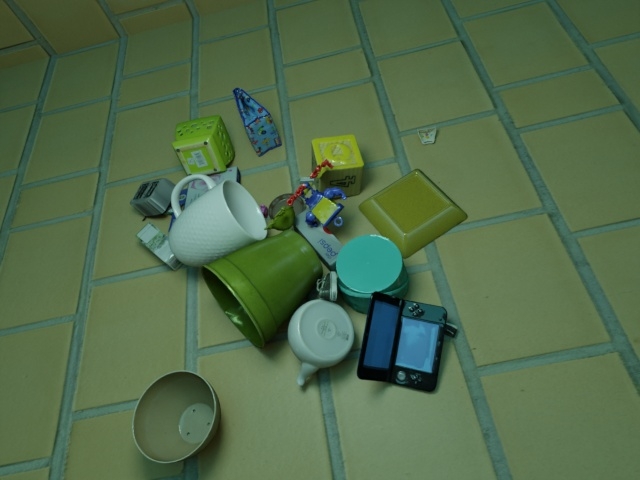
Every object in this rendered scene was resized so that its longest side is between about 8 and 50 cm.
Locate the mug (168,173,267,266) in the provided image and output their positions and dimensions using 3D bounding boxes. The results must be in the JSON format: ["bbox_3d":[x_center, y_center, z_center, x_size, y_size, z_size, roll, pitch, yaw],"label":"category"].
[{"bbox_3d":[-0.449,-0.086,1.777,0.328,0.276,0.373,-30,89,17],"label":"mug"}]

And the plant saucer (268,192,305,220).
[{"bbox_3d":[-0.150,-0.135,1.986,0.169,0.029,0.168,-5,59,8],"label":"plant saucer"}]

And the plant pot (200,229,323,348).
[{"bbox_3d":[-0.190,0.147,1.669,0.353,0.366,0.366,-36,59,-24],"label":"plant pot"}]

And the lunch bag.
[{"bbox_3d":[-0.332,-0.598,2.184,0.138,0.221,0.293,-29,58,-6],"label":"lunch bag"}]

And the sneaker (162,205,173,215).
[{"bbox_3d":[-0.711,-0.154,2.111,0.099,0.038,0.069,2,61,13],"label":"sneaker"}]

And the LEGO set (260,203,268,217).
[{"bbox_3d":[-0.303,-0.070,1.941,0.087,0.093,0.227,5,61,15],"label":"LEGO set"}]

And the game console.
[{"bbox_3d":[0.278,0.339,1.490,0.251,0.173,0.292,9,80,16],"label":"game console"}]

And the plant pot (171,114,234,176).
[{"bbox_3d":[-0.553,-0.429,2.096,0.228,0.228,0.207,-10,39,7],"label":"plant pot"}]

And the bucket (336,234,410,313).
[{"bbox_3d":[0.190,0.125,1.668,0.282,0.183,0.280,-6,59,10],"label":"bucket"}]

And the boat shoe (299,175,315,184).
[{"bbox_3d":[-0.045,-0.279,2.046,0.100,0.035,0.035,2,63,21],"label":"boat shoe"}]

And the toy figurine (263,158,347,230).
[{"bbox_3d":[-0.018,-0.109,1.733,0.217,0.191,0.362,41,105,-1],"label":"toy figurine"}]

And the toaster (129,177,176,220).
[{"bbox_3d":[-0.777,-0.198,2.083,0.168,0.110,0.185,-3,55,36],"label":"toaster"}]

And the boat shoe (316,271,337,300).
[{"bbox_3d":[0.022,0.162,1.644,0.070,0.219,0.077,4,99,-1],"label":"boat shoe"}]

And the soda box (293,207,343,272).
[{"bbox_3d":[0.000,0.000,1.837,0.098,0.091,0.286,-35,59,-10],"label":"soda box"}]

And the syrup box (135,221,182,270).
[{"bbox_3d":[-0.697,0.025,1.968,0.237,0.096,0.093,33,73,26],"label":"syrup box"}]

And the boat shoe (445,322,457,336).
[{"bbox_3d":[0.424,0.307,1.594,0.125,0.046,0.038,21,62,14],"label":"boat shoe"}]

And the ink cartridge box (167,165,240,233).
[{"bbox_3d":[-0.531,-0.194,2.033,0.331,0.071,0.324,-13,43,3],"label":"ink cartridge box"}]

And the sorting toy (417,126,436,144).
[{"bbox_3d":[0.490,-0.476,2.045,0.084,0.045,0.075,-6,66,8],"label":"sorting toy"}]

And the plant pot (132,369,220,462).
[{"bbox_3d":[-0.456,0.607,1.518,0.285,0.191,0.283,-6,60,10],"label":"plant pot"}]

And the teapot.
[{"bbox_3d":[-0.013,0.339,1.596,0.256,0.187,0.252,-22,74,-32],"label":"teapot"}]

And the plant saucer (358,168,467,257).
[{"bbox_3d":[0.375,-0.139,1.846,0.333,0.081,0.332,-33,59,-8],"label":"plant saucer"}]

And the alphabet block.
[{"bbox_3d":[0.069,-0.315,1.927,0.194,0.197,0.192,-10,58,-7],"label":"alphabet block"}]
